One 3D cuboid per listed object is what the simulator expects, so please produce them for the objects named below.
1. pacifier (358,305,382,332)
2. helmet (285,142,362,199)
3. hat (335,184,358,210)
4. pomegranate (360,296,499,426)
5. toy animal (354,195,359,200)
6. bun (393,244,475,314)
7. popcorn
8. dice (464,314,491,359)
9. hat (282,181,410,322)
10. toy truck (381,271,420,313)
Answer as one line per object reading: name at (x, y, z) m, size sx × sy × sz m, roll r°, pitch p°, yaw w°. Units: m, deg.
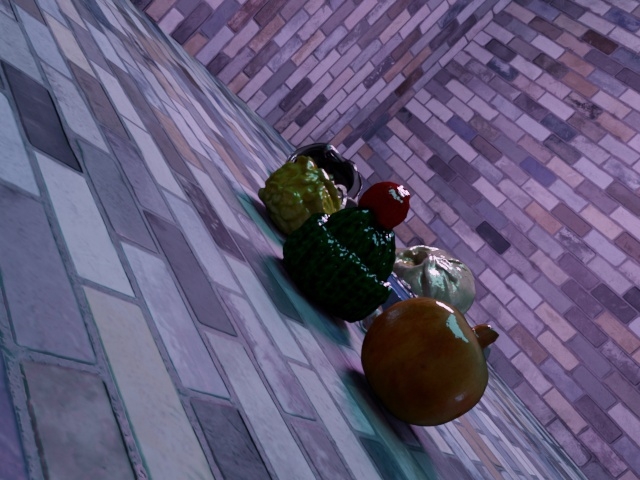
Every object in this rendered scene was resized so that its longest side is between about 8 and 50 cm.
pacifier at (0.130, 0.212, 1.594) m, size 0.078 × 0.081 × 0.099 m, roll -31°, pitch -103°, yaw 67°
helmet at (0.005, -0.212, 2.371) m, size 0.338 × 0.271 × 0.197 m, roll 47°, pitch -24°, yaw 22°
hat at (0.046, -0.067, 2.150) m, size 0.275 × 0.161 × 0.232 m, roll 65°, pitch 33°, yaw -43°
pomegranate at (0.223, 0.235, 1.200) m, size 0.252 × 0.270 × 0.229 m, roll 61°, pitch 7°, yaw 34°
toy animal at (0.025, -0.236, 2.719) m, size 0.310 × 0.183 × 0.247 m, roll 42°, pitch 9°, yaw -24°
bun at (0.329, 0.127, 1.990) m, size 0.365 × 0.365 × 0.219 m, roll -110°, pitch -162°, yaw -70°
popcorn at (-0.047, -0.120, 1.707) m, size 0.249 × 0.225 × 0.249 m, roll 44°, pitch 3°, yaw -3°
dice at (0.446, 0.343, 2.045) m, size 0.192 × 0.194 × 0.193 m, roll 44°, pitch 7°, yaw -19°
hat at (0.096, 0.011, 1.413) m, size 0.274 × 0.332 × 0.242 m, roll 35°, pitch 12°, yaw -42°
toy truck at (0.176, 0.154, 1.775) m, size 0.367 × 0.146 × 0.175 m, roll 49°, pitch 13°, yaw 19°
